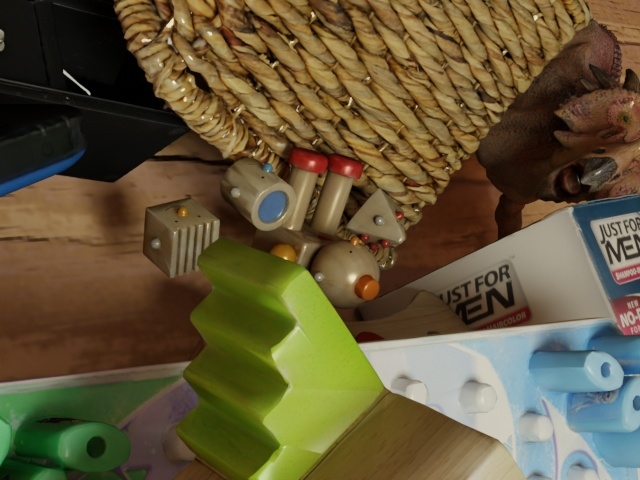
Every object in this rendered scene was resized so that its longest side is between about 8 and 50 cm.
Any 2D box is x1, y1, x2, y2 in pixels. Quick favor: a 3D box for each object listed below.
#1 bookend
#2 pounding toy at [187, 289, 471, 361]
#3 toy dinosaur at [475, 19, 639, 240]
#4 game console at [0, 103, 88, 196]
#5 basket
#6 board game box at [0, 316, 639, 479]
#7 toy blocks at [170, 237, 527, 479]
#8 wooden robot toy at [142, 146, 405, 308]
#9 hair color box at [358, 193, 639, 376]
[{"bbox_3d":[-0.160,-0.122,0.654,0.156,0.072,0.157,8,62,-46],"label":"bookend"},{"bbox_3d":[-0.013,0.122,0.678,0.154,0.155,0.269,38,25,15],"label":"pounding toy"},{"bbox_3d":[0.175,-0.099,0.917,0.127,0.200,0.296,34,45,-31],"label":"toy dinosaur"},{"bbox_3d":[-0.271,-0.074,0.430,0.293,0.250,0.173,-31,118,-52],"label":"game console"},{"bbox_3d":[-0.016,-0.159,0.755,0.213,0.223,0.299,41,3,33],"label":"basket"},{"bbox_3d":[0.030,0.238,0.527,0.390,0.050,0.390,-2,87,-38],"label":"board game box"},{"bbox_3d":[0.000,0.230,0.381,0.261,0.191,0.381,-43,120,-18],"label":"toy blocks"},{"bbox_3d":[0.000,0.000,0.658,0.173,0.076,0.079,4,25,-42],"label":"wooden robot toy"},{"bbox_3d":[0.172,0.164,0.776,0.105,0.174,0.347,-10,76,-52],"label":"hair color box"}]
